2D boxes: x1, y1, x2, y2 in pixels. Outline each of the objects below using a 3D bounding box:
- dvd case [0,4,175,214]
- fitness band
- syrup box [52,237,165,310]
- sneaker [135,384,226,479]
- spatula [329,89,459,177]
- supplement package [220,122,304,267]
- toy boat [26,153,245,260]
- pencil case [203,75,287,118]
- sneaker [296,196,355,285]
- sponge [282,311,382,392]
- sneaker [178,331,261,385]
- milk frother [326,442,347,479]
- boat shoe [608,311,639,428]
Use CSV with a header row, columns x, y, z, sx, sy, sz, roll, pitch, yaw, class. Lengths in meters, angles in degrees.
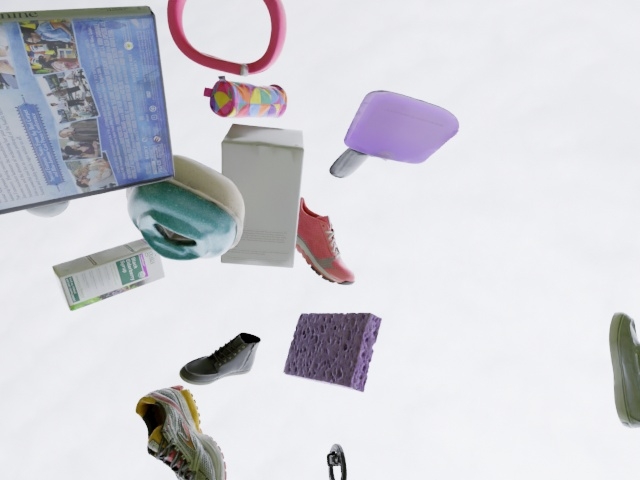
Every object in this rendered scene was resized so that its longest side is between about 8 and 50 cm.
x,y,z,sx,sy,sz,roll,pitch,yaw,class
-0.262,-0.101,0.383,0.253,0.180,0.022,-17,-126,-25,dvd case
-0.214,-0.490,0.989,0.290,0.054,0.209,20,-65,14,fitness band
-0.528,0.079,1.116,0.236,0.093,0.096,-21,-153,-34,syrup box
-0.232,0.338,0.709,0.225,0.092,0.088,45,-75,33,sneaker
0.050,-0.094,0.470,0.084,0.296,0.030,13,-90,-9,spatula
-0.137,-0.107,1.046,0.177,0.293,0.175,5,-153,-5,supplement package
-0.281,-0.051,0.693,0.318,0.267,0.148,24,-113,-12,toy boat
-0.193,-0.381,1.195,0.104,0.236,0.104,9,-75,34,pencil case
0.000,0.000,1.278,0.314,0.116,0.136,43,-76,2,sneaker
0.012,0.181,0.746,0.210,0.031,0.117,-15,-126,56,sponge
-0.272,0.314,1.207,0.083,0.222,0.118,41,-61,38,sneaker
-0.032,0.352,0.593,0.129,0.134,0.143,-44,-143,36,milk frother
0.626,0.250,0.867,0.081,0.079,0.228,-16,-125,46,boat shoe
